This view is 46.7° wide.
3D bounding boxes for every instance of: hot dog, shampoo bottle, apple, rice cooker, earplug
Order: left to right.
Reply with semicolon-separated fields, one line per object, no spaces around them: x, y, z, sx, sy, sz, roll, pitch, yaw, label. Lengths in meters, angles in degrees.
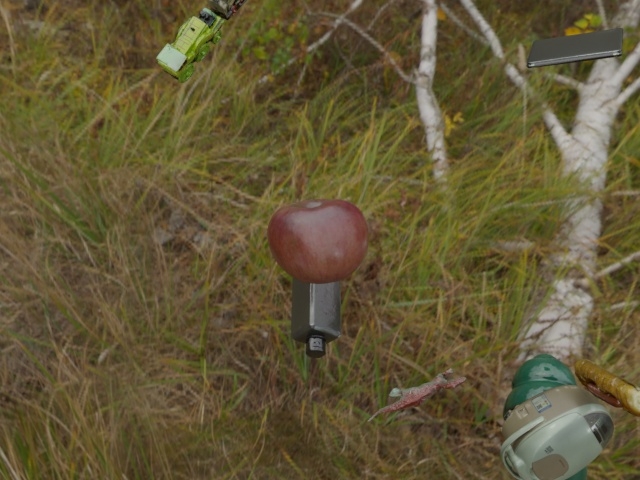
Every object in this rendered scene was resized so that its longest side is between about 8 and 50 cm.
-0.009;0.122;1.523;0.080;0.079;0.246;22;51;-29;shampoo bottle
0.000;0.000;1.107;0.154;0.153;0.119;-12;101;-17;apple
0.472;0.378;1.526;0.164;0.257;0.280;-7;61;30;earplug
0.420;0.349;1.338;0.206;0.145;0.127;-30;32;10;rice cooker
0.470;0.239;1.214;0.047;0.216;0.066;-41;98;-1;hot dog

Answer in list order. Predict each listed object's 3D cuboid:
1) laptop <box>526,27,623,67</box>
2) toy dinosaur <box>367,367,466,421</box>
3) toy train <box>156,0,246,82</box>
0.514;-0.388;1.496;0.180;0.016;0.129;-1;35;25;laptop
0.226;0.384;1.807;0.242;0.167;0.053;-25;90;-9;toy dinosaur
-0.185;-0.379;1.256;0.053;0.085;0.249;33;80;4;toy train
